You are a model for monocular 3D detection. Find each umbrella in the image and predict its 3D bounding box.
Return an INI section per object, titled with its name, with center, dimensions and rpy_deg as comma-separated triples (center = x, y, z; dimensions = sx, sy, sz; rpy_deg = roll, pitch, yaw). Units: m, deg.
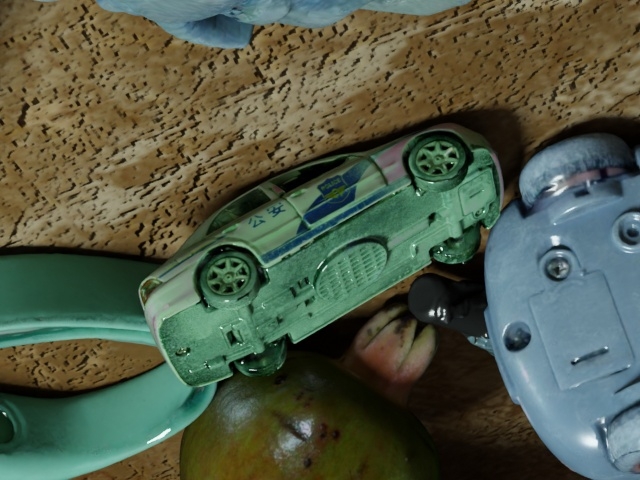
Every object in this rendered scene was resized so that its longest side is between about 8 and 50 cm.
[umbrella]
center = 0.149, 0.062, 1.286
dimensions = 0.250, 0.052, 0.053
rpy_deg = 18, 163, -41

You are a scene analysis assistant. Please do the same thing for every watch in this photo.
[watch]
center = -0.179, 0.082, 1.171
dimensions = 0.237, 0.068, 0.195
rpy_deg = 12, 138, -37

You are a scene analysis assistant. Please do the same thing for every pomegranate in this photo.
[pomegranate]
center = 0.010, 0.135, 1.251
dimensions = 0.209, 0.180, 0.180
rpy_deg = -52, 141, 1

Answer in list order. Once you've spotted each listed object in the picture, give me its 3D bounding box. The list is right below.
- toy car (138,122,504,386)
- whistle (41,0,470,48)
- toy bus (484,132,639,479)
[toy car]
center = 0.000, 0.000, 1.108
dimensions = 0.224, 0.076, 0.090
rpy_deg = -30, 145, -8
[whistle]
center = -0.042, -0.136, 0.868
dimensions = 0.269, 0.093, 0.180
rpy_deg = 9, 165, -32
[toy bus]
center = 0.256, 0.039, 1.176
dimensions = 0.294, 0.197, 0.232
rpy_deg = -22, 158, 8
